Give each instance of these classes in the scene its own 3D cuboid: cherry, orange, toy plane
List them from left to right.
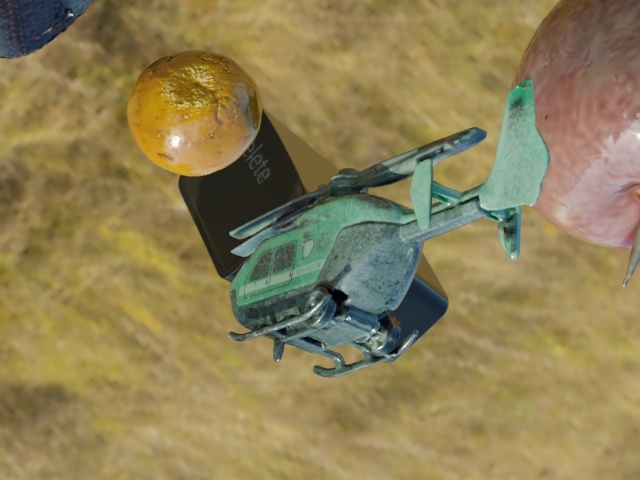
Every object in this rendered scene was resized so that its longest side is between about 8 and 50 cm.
[{"bbox_3d":[-0.078,-0.078,1.160,0.083,0.083,0.070,-39,160,-16],"label":"orange"},{"bbox_3d":[0.025,0.003,0.893,0.060,0.096,0.235,25,150,-32],"label":"toy plane"},{"bbox_3d":[0.245,-0.098,1.340,0.213,0.236,0.285,44,57,-45],"label":"cherry"}]

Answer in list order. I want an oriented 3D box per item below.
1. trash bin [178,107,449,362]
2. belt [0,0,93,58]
[{"bbox_3d":[0.000,0.000,1.763,0.115,0.165,0.225,-46,129,14],"label":"trash bin"},{"bbox_3d":[-0.312,-0.268,1.464,0.184,0.289,0.164,-60,162,-29],"label":"belt"}]
